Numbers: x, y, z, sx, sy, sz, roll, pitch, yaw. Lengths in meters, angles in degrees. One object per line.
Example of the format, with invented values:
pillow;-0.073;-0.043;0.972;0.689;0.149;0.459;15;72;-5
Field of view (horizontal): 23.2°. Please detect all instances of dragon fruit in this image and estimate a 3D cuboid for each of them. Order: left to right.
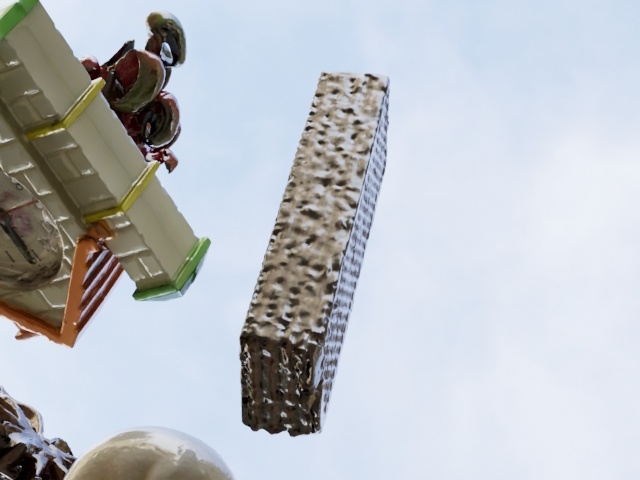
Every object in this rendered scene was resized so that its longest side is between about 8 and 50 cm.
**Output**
dragon fruit;-0.233;-0.094;1.595;0.272;0.218;0.198;-20;-77;27

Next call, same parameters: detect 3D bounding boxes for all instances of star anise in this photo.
star anise;-0.329;0.245;1.717;0.099;0.214;0.220;-45;-123;-5

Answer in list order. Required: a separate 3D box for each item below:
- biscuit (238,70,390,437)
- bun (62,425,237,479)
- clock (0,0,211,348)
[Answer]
biscuit;0.000;0.000;1.354;0.073;0.107;0.388;6;-138;8
bun;-0.148;0.251;1.356;0.172;0.120;0.173;-1;-82;-7
clock;-0.231;-0.038;1.147;0.219;0.106;0.255;-14;-60;34
